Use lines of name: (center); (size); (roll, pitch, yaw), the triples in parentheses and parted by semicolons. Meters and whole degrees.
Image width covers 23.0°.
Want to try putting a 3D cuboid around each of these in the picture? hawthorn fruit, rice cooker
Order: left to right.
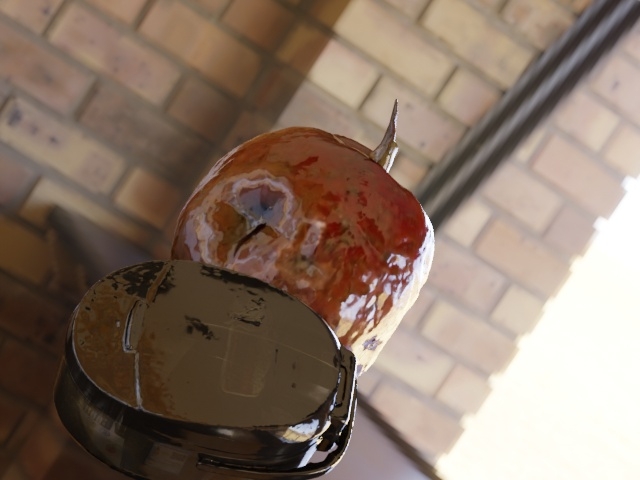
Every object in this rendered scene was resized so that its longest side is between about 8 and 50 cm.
rice cooker: (-0.064, 0.079, 0.864); (0.165, 0.106, 0.112); (21, 52, -15)
hawthorn fruit: (-0.016, 0.018, 1.540); (0.258, 0.262, 0.258); (51, -26, 35)
